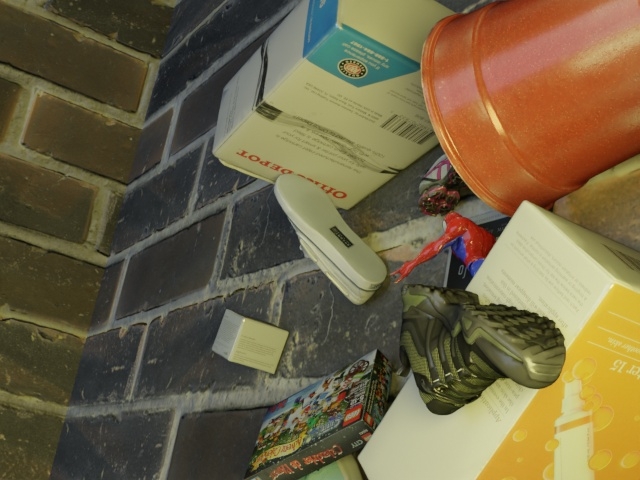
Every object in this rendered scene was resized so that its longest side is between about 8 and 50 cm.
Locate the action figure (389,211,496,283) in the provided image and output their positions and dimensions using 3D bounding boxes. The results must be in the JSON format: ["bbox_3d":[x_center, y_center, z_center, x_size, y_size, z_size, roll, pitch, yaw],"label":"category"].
[{"bbox_3d":[0.188,0.072,1.131,0.139,0.092,0.280,-46,35,21],"label":"action figure"}]

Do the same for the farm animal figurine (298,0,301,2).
[{"bbox_3d":[-0.002,-0.390,1.713,0.330,0.172,0.326,-45,24,33],"label":"farm animal figurine"}]

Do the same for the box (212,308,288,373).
[{"bbox_3d":[-0.134,0.191,1.696,0.102,0.101,0.087,15,85,63],"label":"box"}]

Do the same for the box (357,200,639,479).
[{"bbox_3d":[0.231,0.169,0.918,0.345,0.215,0.168,-61,29,18],"label":"box"}]

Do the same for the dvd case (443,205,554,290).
[{"bbox_3d":[0.228,0.072,1.195,0.179,0.030,0.238,-18,57,56],"label":"dvd case"}]

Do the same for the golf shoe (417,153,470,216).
[{"bbox_3d":[0.206,-0.111,1.317,0.186,0.068,0.085,-36,40,47],"label":"golf shoe"}]

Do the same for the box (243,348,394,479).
[{"bbox_3d":[-0.001,0.273,1.338,0.233,0.044,0.159,-33,19,27],"label":"box"}]

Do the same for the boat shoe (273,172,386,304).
[{"bbox_3d":[0.000,0.000,1.490,0.258,0.095,0.084,52,135,21],"label":"boat shoe"}]

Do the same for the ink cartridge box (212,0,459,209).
[{"bbox_3d":[0.040,-0.238,1.467,0.395,0.286,0.166,-35,41,48],"label":"ink cartridge box"}]

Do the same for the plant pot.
[{"bbox_3d":[0.303,-0.191,1.012,0.265,0.272,0.272,-23,51,44],"label":"plant pot"}]

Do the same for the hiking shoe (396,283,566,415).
[{"bbox_3d":[0.142,0.112,0.818,0.227,0.086,0.114,-156,73,-68],"label":"hiking shoe"}]

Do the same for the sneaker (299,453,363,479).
[{"bbox_3d":[-0.021,0.419,1.280,0.135,0.150,0.365,-50,33,32],"label":"sneaker"}]
